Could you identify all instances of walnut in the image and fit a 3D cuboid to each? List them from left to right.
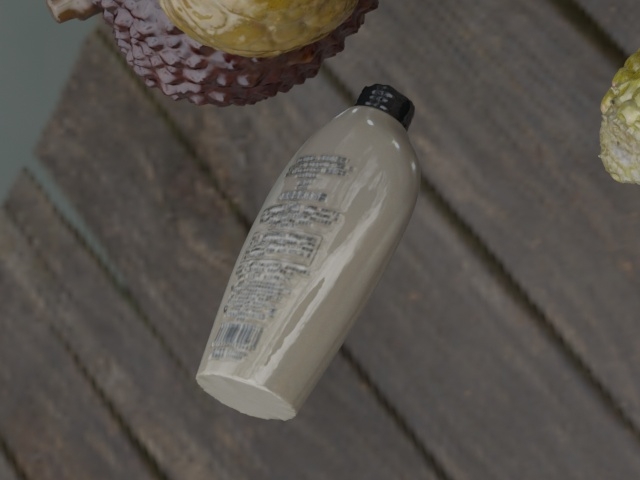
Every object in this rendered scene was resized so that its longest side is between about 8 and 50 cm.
[{"bbox_3d":[-0.028,-0.145,0.964,0.105,0.124,0.105,5,96,50],"label":"walnut"}]

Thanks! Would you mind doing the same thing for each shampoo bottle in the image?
[{"bbox_3d":[0.000,0.000,1.315,0.127,0.078,0.257,0,58,47],"label":"shampoo bottle"}]

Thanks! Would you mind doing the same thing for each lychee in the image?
[{"bbox_3d":[-0.074,-0.243,1.477,0.276,0.304,0.275,158,90,-84],"label":"lychee"}]

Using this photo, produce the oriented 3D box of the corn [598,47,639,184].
[{"bbox_3d":[0.336,-0.148,1.373,0.130,0.347,0.130,42,154,27],"label":"corn"}]
